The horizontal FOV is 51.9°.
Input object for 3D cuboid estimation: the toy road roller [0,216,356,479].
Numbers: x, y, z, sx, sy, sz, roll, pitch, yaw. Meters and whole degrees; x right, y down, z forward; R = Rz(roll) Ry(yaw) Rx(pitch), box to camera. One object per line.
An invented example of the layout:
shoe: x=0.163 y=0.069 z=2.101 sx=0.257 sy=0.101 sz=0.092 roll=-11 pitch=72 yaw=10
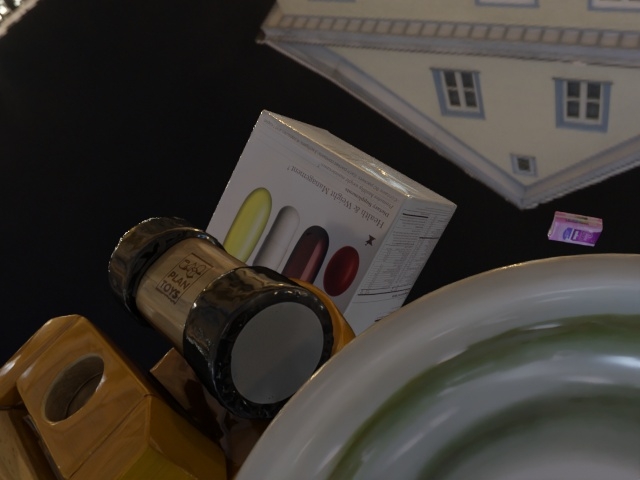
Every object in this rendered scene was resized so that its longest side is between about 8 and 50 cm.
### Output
toy road roller: x=-0.107 y=0.162 z=0.504 sx=0.329 sy=0.240 sz=0.202 roll=-46 pitch=-144 yaw=-16

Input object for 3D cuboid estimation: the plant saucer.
plant saucer: x=0.137 y=0.209 z=0.324 sx=0.400 sy=0.100 sz=0.400 roll=0 pitch=-96 yaw=2

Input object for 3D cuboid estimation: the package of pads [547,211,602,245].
package of pads: x=0.450 y=-0.020 z=1.164 sx=0.083 sy=0.050 sz=0.032 roll=10 pitch=-131 yaw=9

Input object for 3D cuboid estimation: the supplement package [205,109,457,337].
supplement package: x=0.000 y=0.000 z=0.719 sx=0.194 sy=0.149 sz=0.203 roll=34 pitch=-75 yaw=26
